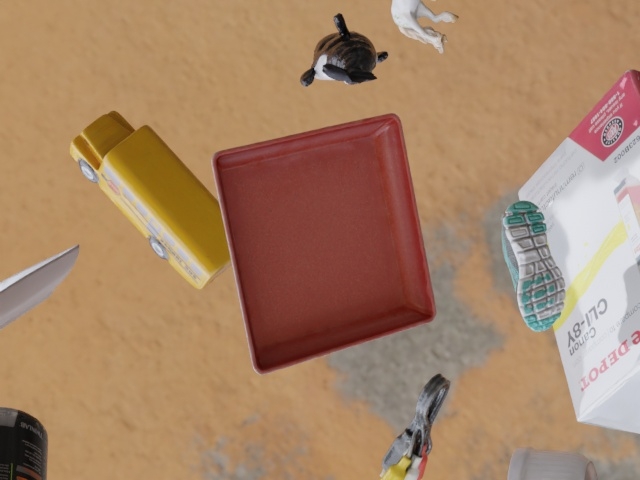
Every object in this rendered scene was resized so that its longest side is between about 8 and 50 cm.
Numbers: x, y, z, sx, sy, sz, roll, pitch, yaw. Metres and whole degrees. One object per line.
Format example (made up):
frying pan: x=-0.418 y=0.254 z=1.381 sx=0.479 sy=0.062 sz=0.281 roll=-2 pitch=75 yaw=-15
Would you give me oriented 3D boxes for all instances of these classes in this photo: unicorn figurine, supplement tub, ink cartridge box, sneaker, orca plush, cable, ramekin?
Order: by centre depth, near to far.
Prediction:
supplement tub: x=-0.352 y=0.284 z=1.486 sx=0.117 sy=0.117 sz=0.190 roll=46 pitch=-152 yaw=-44
unicorn figurine: x=0.107 y=-0.295 z=1.611 sx=0.111 sy=0.060 sz=0.162 roll=33 pitch=136 yaw=31
sneaker: x=0.261 y=0.029 z=1.735 sx=0.076 sy=0.065 sz=0.166 roll=-145 pitch=44 yaw=-81
ink cartridge box: x=0.426 y=0.019 z=1.798 sx=0.160 sy=0.279 sz=0.384 roll=12 pitch=-131 yaw=-26
ramekin: x=0.350 y=0.407 z=2.053 sx=0.207 sy=0.109 sz=0.207 roll=-6 pitch=-90 yaw=-71
orca plush: x=0.023 y=-0.315 z=2.273 sx=0.287 sy=0.151 sz=0.102 roll=-66 pitch=-40 yaw=-72
cable: x=0.176 y=0.331 z=2.329 sx=0.139 sy=0.287 sz=0.072 roll=-19 pitch=-123 yaw=-45

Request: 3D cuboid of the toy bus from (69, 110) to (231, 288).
toy bus: x=-0.269 y=-0.076 z=2.321 sx=0.332 sy=0.108 sz=0.130 roll=48 pitch=156 yaw=3

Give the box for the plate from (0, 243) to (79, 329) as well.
plate: x=-0.460 y=0.114 z=1.750 sx=0.045 sy=0.278 sz=0.277 roll=61 pitch=-150 yaw=-8

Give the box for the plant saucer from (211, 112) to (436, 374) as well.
plant saucer: x=0.000 y=0.000 z=1.632 sx=0.048 sy=0.258 sz=0.259 roll=-1 pitch=102 yaw=60
